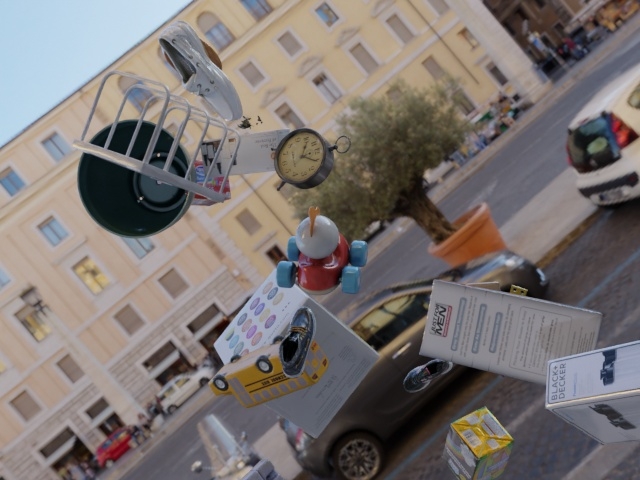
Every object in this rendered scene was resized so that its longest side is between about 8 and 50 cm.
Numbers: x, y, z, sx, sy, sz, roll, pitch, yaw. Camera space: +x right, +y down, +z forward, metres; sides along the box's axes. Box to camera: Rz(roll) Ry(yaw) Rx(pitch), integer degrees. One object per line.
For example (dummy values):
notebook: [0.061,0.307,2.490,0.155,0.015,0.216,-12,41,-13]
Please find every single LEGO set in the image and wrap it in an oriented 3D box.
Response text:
LEGO set: [-0.224,-0.366,1.958,0.083,0.054,0.023,-3,-28,-17]

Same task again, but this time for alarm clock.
alarm clock: [-0.017,-0.184,1.368,0.192,0.129,0.064,-18,-20,26]

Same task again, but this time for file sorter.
file sorter: [-0.323,-0.211,1.306,0.278,0.193,0.173,23,-92,-64]

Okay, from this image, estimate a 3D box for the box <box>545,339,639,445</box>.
box: [0.512,0.226,0.941,0.290,0.169,0.087,-31,35,47]

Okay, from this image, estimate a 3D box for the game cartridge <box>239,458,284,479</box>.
game cartridge: [-0.086,0.643,1.214,0.230,0.355,0.068,-35,-2,-33]

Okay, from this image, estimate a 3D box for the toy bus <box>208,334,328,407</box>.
toy bus: [-0.146,0.353,1.669,0.333,0.130,0.108,-29,11,35]

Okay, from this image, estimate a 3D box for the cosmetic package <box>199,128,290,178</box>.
cosmetic package: [-0.183,-0.210,1.525,0.239,0.098,0.060,-3,11,31]

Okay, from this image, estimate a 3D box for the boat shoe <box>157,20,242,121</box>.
boat shoe: [-0.304,-0.401,1.549,0.098,0.277,0.096,-16,27,48]

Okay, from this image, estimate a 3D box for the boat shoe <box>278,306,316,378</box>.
boat shoe: [-0.052,0.224,1.457,0.083,0.065,0.183,78,-161,-55]

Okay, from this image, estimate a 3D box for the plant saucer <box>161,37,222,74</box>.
plant saucer: [-0.397,-0.552,1.896,0.037,0.200,0.200,-67,11,-22]

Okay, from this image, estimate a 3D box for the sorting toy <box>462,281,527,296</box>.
sorting toy: [0.511,0.191,1.941,0.275,0.132,0.046,-7,11,30]

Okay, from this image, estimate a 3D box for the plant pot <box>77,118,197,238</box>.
plant pot: [-0.447,-0.155,1.624,0.293,0.293,0.196,-40,-2,7]

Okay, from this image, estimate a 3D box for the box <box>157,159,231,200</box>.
box: [-0.425,-0.184,1.993,0.123,0.128,0.257,-12,-7,43]

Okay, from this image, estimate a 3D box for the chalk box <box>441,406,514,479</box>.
chalk box: [0.440,0.604,1.765,0.132,0.132,0.213,-18,-46,-22]

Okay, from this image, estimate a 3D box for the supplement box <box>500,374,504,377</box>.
supplement box: [0.501,0.320,1.691,0.083,0.043,0.055,-44,45,-3]

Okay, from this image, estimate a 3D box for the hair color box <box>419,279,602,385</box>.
hair color box: [0.439,0.217,1.461,0.114,0.375,0.185,7,-86,-72]

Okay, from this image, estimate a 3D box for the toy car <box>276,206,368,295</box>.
toy car: [0.000,0.000,1.638,0.210,0.219,0.237,-70,-20,-48]

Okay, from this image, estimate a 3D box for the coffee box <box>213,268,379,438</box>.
coffee box: [-0.084,0.353,2.017,0.337,0.338,0.334,-51,26,-3]

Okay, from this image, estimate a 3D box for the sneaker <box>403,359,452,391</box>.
sneaker: [0.345,0.435,2.051,0.178,0.072,0.077,-39,-23,12]
